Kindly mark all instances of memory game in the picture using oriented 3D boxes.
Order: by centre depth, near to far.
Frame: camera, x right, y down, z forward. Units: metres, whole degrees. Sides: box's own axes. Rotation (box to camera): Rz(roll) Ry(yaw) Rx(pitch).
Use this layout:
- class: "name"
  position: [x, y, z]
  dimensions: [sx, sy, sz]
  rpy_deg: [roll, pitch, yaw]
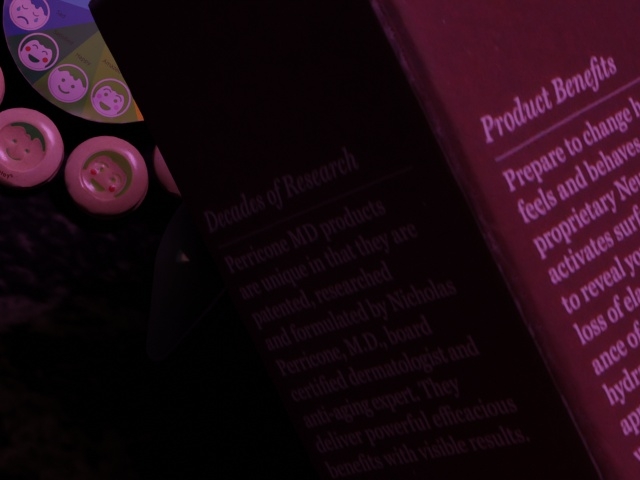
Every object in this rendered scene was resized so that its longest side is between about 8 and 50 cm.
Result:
- class: "memory game"
  position: [-0.092, -0.100, 0.707]
  dimensions: [0.186, 0.012, 0.186]
  rpy_deg: [2, 77, -11]

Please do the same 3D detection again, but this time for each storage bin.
- class: "storage bin"
  position: [0.000, 0.000, 0.655]
  dimensions: [0.091, 0.135, 0.098]
  rpy_deg: [24, 40, -23]

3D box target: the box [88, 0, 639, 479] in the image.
- class: "box"
  position: [0.100, 0.042, 0.542]
  dimensions: [0.191, 0.143, 0.381]
  rpy_deg: [-28, 96, -40]
